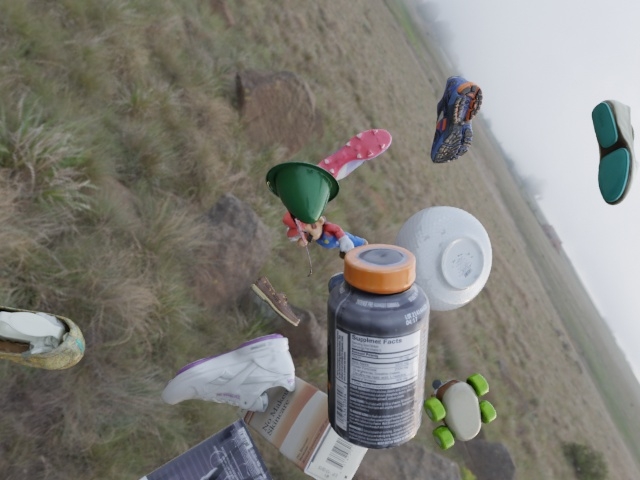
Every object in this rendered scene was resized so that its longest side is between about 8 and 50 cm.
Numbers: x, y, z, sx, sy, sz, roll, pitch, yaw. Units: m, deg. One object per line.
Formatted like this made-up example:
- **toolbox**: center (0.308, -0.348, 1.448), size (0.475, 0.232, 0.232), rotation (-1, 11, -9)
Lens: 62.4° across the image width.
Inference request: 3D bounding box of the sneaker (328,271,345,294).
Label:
- **sneaker**: center (0.174, 0.201, 1.771), size (0.322, 0.130, 0.236), rotation (26, 5, -16)

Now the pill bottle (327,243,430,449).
- **pill bottle**: center (0.073, 0.131, 0.682), size (0.130, 0.130, 0.246), rotation (-61, 153, -67)

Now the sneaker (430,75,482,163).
- **sneaker**: center (0.290, -0.261, 1.158), size (0.221, 0.083, 0.087), rotation (102, -22, -46)

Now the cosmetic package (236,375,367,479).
- **cosmetic package**: center (-0.038, 0.390, 1.148), size (0.129, 0.296, 0.153), rotation (40, 72, -31)

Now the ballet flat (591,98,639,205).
- **ballet flat**: center (0.648, -0.189, 1.141), size (0.086, 0.086, 0.248), rotation (27, 62, -55)

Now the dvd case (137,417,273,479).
- **dvd case**: center (-0.207, 0.462, 0.983), size (0.221, 0.018, 0.164), rotation (-25, 85, -28)

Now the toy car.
- **toy car**: center (0.304, 0.394, 1.305), size (0.188, 0.155, 0.149), rotation (16, -54, 68)

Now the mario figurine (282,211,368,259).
- **mario figurine**: center (0.000, 0.000, 1.811), size (0.320, 0.198, 0.170), rotation (27, 39, -30)

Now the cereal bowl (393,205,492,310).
- **cereal bowl**: center (0.399, 0.059, 1.635), size (0.339, 0.339, 0.141), rotation (54, -16, -16)

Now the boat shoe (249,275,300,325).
- **boat shoe**: center (-0.121, 0.174, 1.521), size (0.178, 0.060, 0.064), rotation (43, -9, 1)

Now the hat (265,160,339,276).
- **hat**: center (-0.043, -0.054, 1.239), size (0.208, 0.173, 0.184), rotation (28, 55, -32)

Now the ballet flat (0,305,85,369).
- **ballet flat**: center (-0.629, 0.165, 1.001), size (0.348, 0.123, 0.123), rotation (14, 37, -12)

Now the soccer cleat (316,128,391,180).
- **soccer cleat**: center (0.094, -0.240, 1.522), size (0.083, 0.248, 0.095), rotation (62, 16, 10)

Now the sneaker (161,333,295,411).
- **sneaker**: center (-0.198, 0.312, 1.131), size (0.114, 0.305, 0.152), rotation (29, 40, -77)
